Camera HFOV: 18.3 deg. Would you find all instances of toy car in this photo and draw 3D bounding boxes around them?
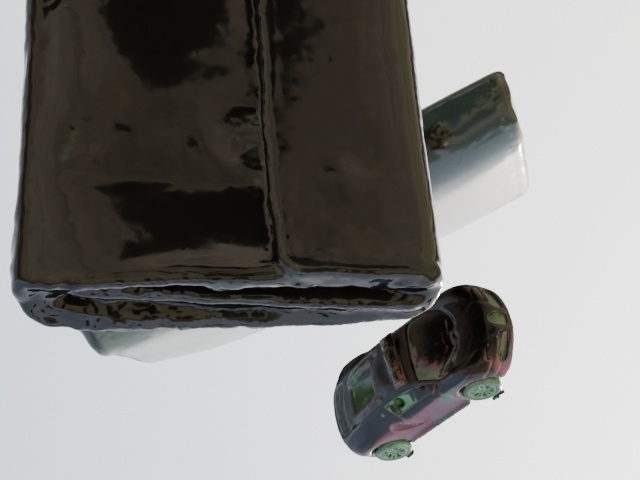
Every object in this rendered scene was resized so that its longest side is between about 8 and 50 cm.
[{"bbox_3d":[0.058,0.078,1.199,0.055,0.142,0.069,16,-131,-36],"label":"toy car"}]

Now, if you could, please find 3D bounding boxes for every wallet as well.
[{"bbox_3d":[0.000,0.000,1.533,0.083,0.360,0.252,64,-175,13],"label":"wallet"},{"bbox_3d":[-0.059,-0.132,1.141,0.228,0.062,0.406,-2,-124,-5],"label":"wallet"}]
